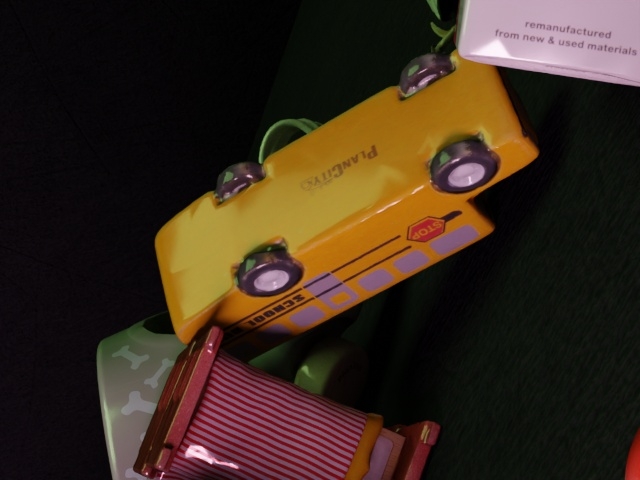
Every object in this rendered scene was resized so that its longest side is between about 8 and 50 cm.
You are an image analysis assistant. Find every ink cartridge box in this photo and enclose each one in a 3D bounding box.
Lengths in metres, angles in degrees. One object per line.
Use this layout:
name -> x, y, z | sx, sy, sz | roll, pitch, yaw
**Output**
ink cartridge box -> 0.166, -0.259, 0.884 | 0.226, 0.131, 0.306 | -60, -23, -79

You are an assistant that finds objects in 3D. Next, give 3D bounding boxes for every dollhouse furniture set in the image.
dollhouse furniture set -> -0.071, 0.281, 1.095 | 0.152, 0.201, 0.374 | 143, 148, -72

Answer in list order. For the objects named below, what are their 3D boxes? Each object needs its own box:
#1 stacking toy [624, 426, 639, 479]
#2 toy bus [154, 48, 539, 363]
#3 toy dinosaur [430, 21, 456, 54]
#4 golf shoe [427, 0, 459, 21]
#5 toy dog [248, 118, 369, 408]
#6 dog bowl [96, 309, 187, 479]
stacking toy -> 0.195, -0.021, 0.535 | 0.141, 0.141, 0.330 | -127, 55, -78
toy bus -> 0.023, -0.022, 1.156 | 0.332, 0.130, 0.108 | -29, 54, 17
toy dinosaur -> 0.154, -0.210, 1.412 | 0.093, 0.053, 0.183 | -56, 11, -25
golf shoe -> 0.164, -0.312, 1.540 | 0.176, 0.069, 0.086 | 119, 148, -50
toy dog -> 0.000, 0.000, 1.347 | 0.161, 0.220, 0.334 | 47, -129, -63
dog bowl -> -0.134, 0.235, 1.366 | 0.349, 0.102, 0.349 | 168, 90, -85
